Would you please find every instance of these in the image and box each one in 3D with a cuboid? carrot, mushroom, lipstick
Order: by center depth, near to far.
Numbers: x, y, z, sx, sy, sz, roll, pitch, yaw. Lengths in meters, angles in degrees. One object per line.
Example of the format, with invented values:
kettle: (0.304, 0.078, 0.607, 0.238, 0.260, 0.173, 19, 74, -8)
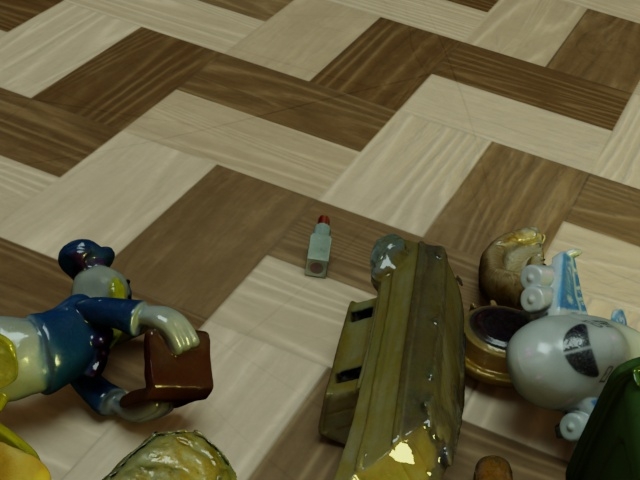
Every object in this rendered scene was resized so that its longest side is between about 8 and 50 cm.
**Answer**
carrot: (0.189, 0.293, 1.264, 0.060, 0.060, 0.186, 5, 35, -5)
mushroom: (0.259, 0.043, 1.628, 0.094, 0.072, 0.210, 8, 23, 4)
lipstick: (0.000, 0.001, 1.668, 0.030, 0.030, 0.129, 8, 34, 0)

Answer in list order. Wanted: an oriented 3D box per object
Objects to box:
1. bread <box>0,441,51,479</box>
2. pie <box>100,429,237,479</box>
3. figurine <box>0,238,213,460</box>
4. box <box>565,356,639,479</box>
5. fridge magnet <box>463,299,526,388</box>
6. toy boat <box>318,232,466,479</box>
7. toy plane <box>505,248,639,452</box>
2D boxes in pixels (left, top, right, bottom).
bread: (-0.335, 0.272, 1.152, 0.134, 0.085, 0.173, 12, 35, 4)
pie: (-0.183, 0.287, 1.176, 0.128, 0.068, 0.282, 31, 41, 6)
figurine: (-0.252, 0.094, 1.339, 0.283, 0.205, 0.338, 7, 31, -3)
box: (0.433, 0.260, 1.213, 0.328, 0.253, 0.178, 6, 44, -2)
fridge magnet: (0.224, 0.129, 1.505, 0.143, 0.063, 0.143, 7, 31, -4)
toy boat: (0.074, 0.148, 1.381, 0.162, 0.136, 0.445, -20, 27, 20)
toy plane: (0.320, 0.138, 1.426, 0.267, 0.122, 0.267, 21, 54, -32)
